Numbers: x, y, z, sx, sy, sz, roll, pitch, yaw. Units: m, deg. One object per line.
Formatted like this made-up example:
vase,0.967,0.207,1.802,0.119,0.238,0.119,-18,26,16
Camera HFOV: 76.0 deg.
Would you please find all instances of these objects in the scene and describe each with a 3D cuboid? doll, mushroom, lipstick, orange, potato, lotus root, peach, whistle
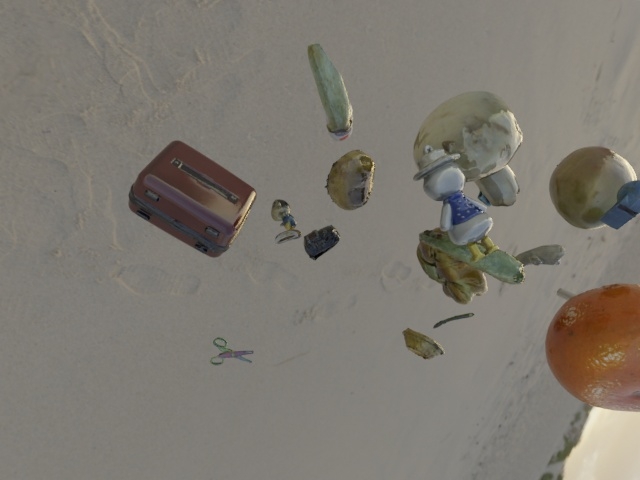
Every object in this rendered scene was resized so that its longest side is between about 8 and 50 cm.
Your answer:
doll,0.310,-0.092,0.951,0.138,0.293,0.119,-25,174,-19
mushroom,0.966,0.082,1.847,0.096,0.278,0.099,32,57,-22
lipstick,1.043,0.239,1.682,0.039,0.131,0.038,-12,115,-26
orange,0.913,0.322,1.245,0.423,0.425,0.326,80,16,-45
potato,0.099,-0.161,1.181,0.164,0.081,0.200,-28,145,-16
lotus root,-0.091,-0.014,1.175,0.037,0.083,0.030,-6,81,-70
mushroom,0.041,-0.553,1.502,0.107,0.087,0.333,-28,121,-16
peach,0.949,-0.182,1.421,0.293,0.247,0.291,-4,100,-24
doll,-0.154,-0.096,1.675,0.089,0.179,0.102,-12,154,-23
whistle,0.790,-0.101,1.038,0.090,0.090,0.158,-52,162,-18
mushroom,0.439,-0.240,1.175,0.336,0.314,0.314,48,68,-22

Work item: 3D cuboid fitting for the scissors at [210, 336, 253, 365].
scissors,-0.394,0.507,1.831,0.020,0.187,0.133,-109,-149,-78

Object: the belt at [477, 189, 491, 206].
belt,0.646,-0.234,1.627,0.087,0.302,0.072,-36,120,25

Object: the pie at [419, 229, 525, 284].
pie,0.420,0.037,1.143,0.323,0.323,0.070,16,100,-59

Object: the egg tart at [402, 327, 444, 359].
egg tart,0.465,0.484,1.887,0.090,0.213,0.212,-59,149,-13

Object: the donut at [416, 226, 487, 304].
donut,0.543,0.106,1.734,0.170,0.360,0.360,-31,145,0

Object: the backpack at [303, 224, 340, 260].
backpack,0.001,-0.002,1.786,0.165,0.120,0.105,-36,111,3

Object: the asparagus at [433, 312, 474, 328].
asparagus,0.736,0.441,2.277,0.027,0.236,0.034,8,62,-73

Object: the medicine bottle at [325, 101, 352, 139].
medicine bottle,0.092,-0.585,1.976,0.130,0.130,0.341,-63,175,0

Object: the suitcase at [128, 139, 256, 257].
suitcase,-0.345,-0.115,1.137,0.161,0.297,0.236,-47,-163,41
